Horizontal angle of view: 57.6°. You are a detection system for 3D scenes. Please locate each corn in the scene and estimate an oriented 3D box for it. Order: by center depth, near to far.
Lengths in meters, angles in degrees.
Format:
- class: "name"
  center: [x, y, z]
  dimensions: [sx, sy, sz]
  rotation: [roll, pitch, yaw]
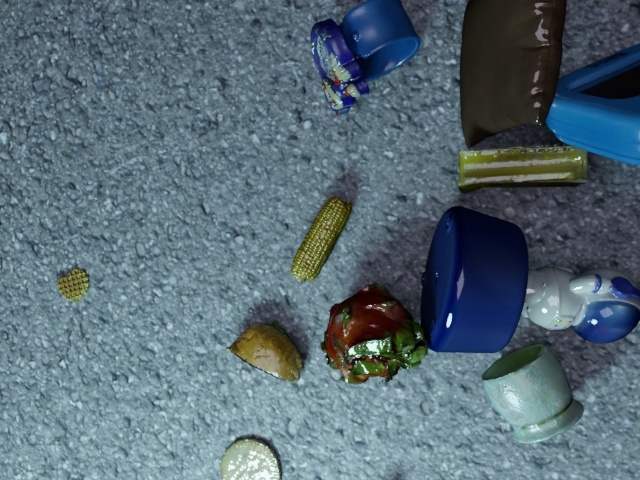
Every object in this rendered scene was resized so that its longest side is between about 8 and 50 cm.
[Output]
- class: "corn"
  center: [0.000, 0.000, 1.238]
  dimensions: [0.068, 0.068, 0.207]
  rotation: [31, 99, 12]

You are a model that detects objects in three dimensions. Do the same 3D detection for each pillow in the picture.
- class: "pillow"
  center: [0.332, -0.334, 1.033]
  dimensions: [0.108, 0.308, 0.305]
  rotation: [2, 92, -8]

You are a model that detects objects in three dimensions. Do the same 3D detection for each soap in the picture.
- class: "soap"
  center: [0.379, -0.134, 1.100]
  dimensions: [0.233, 0.135, 0.076]
  rotation: [-3, 90, 15]

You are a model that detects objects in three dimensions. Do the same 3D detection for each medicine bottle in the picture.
- class: "medicine bottle"
  center: [0.398, 0.288, 1.097]
  dimensions: [0.147, 0.147, 0.143]
  rotation: [-32, 86, 13]

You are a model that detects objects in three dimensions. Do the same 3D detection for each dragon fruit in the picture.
- class: "dragon fruit"
  center: [0.096, 0.201, 1.123]
  dimensions: [0.198, 0.269, 0.200]
  rotation: [37, 95, -19]

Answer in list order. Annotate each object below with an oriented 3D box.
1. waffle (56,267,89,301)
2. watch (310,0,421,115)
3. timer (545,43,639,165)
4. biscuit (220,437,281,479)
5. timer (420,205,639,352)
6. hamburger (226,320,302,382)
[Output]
- class: "waffle"
  center: [-0.604, 0.107, 1.425]
  dimensions: [0.078, 0.016, 0.085]
  rotation: [46, 102, 6]
- class: "watch"
  center: [0.092, -0.377, 1.159]
  dimensions: [0.200, 0.196, 0.171]
  rotation: [-26, 94, -7]
- class: "timer"
  center: [0.568, -0.234, 0.952]
  dimensions: [0.340, 0.309, 0.115]
  rotation: [-25, 122, -13]
- class: "biscuit"
  center: [-0.159, 0.521, 1.312]
  dimensions: [0.152, 0.020, 0.152]
  rotation: [0, 91, 14]
- class: "timer"
  center: [0.395, 0.097, 1.064]
  dimensions: [0.384, 0.270, 0.270]
  rotation: [10, 93, 1]
- class: "hamburger"
  center: [-0.114, 0.232, 1.261]
  dimensions: [0.176, 0.087, 0.102]
  rotation: [23, 98, 16]
